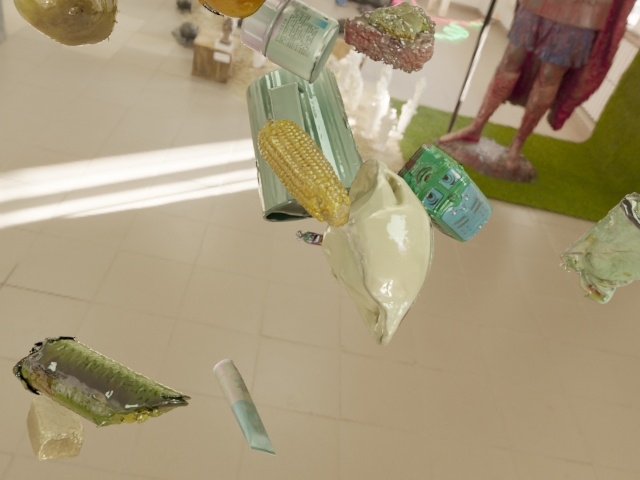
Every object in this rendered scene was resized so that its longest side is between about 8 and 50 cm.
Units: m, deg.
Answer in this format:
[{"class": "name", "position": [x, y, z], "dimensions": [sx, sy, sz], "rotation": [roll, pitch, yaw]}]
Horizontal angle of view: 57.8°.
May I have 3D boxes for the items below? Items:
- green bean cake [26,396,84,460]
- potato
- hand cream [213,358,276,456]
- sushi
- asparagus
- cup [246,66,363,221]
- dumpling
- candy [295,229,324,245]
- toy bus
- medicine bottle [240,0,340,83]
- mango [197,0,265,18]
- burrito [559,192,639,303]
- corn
[{"class": "green bean cake", "position": [-0.695, 0.489, 1.516], "dimensions": [0.109, 0.085, 0.179], "rotation": [14, 11, -37]}, {"class": "potato", "position": [-0.592, -0.561, 1.399], "dimensions": [0.141, 0.191, 0.296], "rotation": [51, 13, 5]}, {"class": "hand cream", "position": [-0.218, 0.466, 1.627], "dimensions": [0.111, 0.070, 0.312], "rotation": [41, 6, -49]}, {"class": "sushi", "position": [0.182, -0.535, 1.466], "dimensions": [0.241, 0.107, 0.161], "rotation": [18, 56, -6]}, {"class": "asparagus", "position": [-0.417, 0.279, 1.092], "dimensions": [0.381, 0.108, 0.128], "rotation": [15, 50, 28]}, {"class": "cup", "position": [-0.030, -0.264, 1.583], "dimensions": [0.310, 0.401, 0.393], "rotation": [-10, 83, -23]}, {"class": "dumpling", "position": [0.122, 0.038, 1.291], "dimensions": [0.233, 0.315, 0.395], "rotation": [-5, 74, -11]}, {"class": "candy", "position": [0.000, 0.000, 1.771], "dimensions": [0.175, 0.043, 0.045], "rotation": [12, 71, -31]}, {"class": "toy bus", "position": [0.381, -0.125, 1.735], "dimensions": [0.199, 0.184, 0.343], "rotation": [45, 10, 32]}, {"class": "medicine bottle", "position": [-0.061, -0.413, 1.160], "dimensions": [0.168, 0.135, 0.135], "rotation": [27, 35, 0]}, {"class": "mango", "position": [-0.161, -0.487, 0.966], "dimensions": [0.166, 0.236, 0.136], "rotation": [-16, 42, -3]}, {"class": "burrito", "position": [0.539, 0.021, 1.056], "dimensions": [0.089, 0.229, 0.144], "rotation": [-36, 78, -27]}, {"class": "corn", "position": [-0.032, -0.129, 1.056], "dimensions": [0.097, 0.097, 0.262], "rotation": [-15, 59, -37]}]
